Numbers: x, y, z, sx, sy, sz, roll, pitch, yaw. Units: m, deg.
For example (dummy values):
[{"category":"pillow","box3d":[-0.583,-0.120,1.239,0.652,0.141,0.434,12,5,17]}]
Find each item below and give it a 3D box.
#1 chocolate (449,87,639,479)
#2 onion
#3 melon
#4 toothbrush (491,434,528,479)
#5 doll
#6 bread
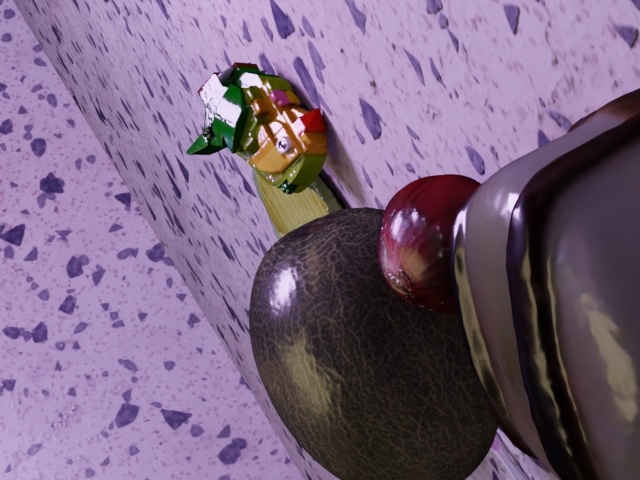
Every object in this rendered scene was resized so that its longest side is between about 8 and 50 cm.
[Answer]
[{"category":"chocolate","box3d":[0.194,0.054,0.820,0.283,0.186,0.283,55,166,21]},{"category":"onion","box3d":[0.111,0.004,1.183,0.131,0.131,0.131,56,166,22]},{"category":"melon","box3d":[0.057,0.117,1.346,0.302,0.237,0.237,64,167,-12]},{"category":"toothbrush","box3d":[0.196,0.226,1.544,0.204,0.017,0.022,55,-175,25]},{"category":"doll","box3d":[-0.070,-0.128,1.576,0.186,0.106,0.134,32,110,35]},{"category":"bread","box3d":[0.000,-0.003,1.738,0.301,0.045,0.301,53,165,21]}]
